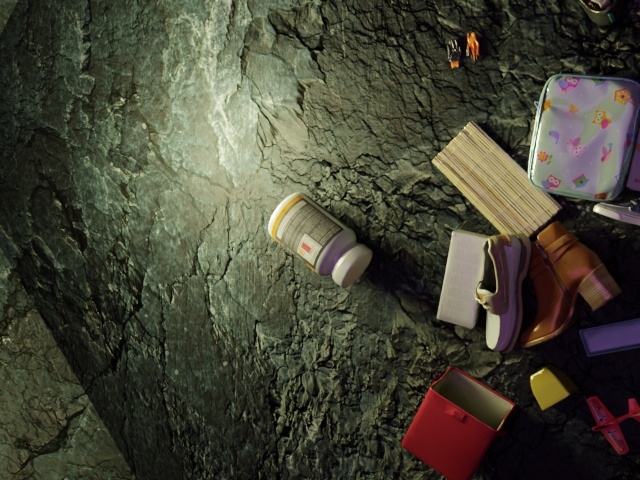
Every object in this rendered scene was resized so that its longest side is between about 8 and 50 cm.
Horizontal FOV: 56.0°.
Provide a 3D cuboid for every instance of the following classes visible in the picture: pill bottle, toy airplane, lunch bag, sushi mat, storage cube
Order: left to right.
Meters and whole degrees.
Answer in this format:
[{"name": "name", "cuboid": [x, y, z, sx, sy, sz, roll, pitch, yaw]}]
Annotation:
[{"name": "pill bottle", "cuboid": [0.000, 0.000, 1.701, 0.278, 0.162, 0.162, 39, 115, 21]}, {"name": "storage cube", "cuboid": [0.356, 0.477, 1.551, 0.215, 0.184, 0.193, 31, 112, 23]}, {"name": "sushi mat", "cuboid": [0.435, -0.141, 1.507, 0.316, 0.019, 0.151, 49, 117, 15]}, {"name": "lunch bag", "cuboid": [0.587, -0.237, 1.351, 0.224, 0.108, 0.278, 14, 104, 30]}, {"name": "toy airplane", "cuboid": [0.704, 0.424, 1.429, 0.151, 0.028, 0.151, 5, 101, 29]}]

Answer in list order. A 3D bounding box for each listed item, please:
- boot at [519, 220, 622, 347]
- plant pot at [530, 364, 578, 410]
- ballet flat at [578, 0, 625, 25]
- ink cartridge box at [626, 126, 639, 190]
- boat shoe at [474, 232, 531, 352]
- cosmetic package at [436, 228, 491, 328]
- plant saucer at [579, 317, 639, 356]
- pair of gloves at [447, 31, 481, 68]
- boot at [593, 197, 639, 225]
[{"name": "boot", "cuboid": [0.536, 0.111, 1.440, 0.220, 0.109, 0.283, 55, 131, 20]}, {"name": "plant pot", "cuboid": [0.563, 0.353, 1.474, 0.081, 0.081, 0.083, -43, 65, 28]}, {"name": "ballet flat", "cuboid": [0.570, -0.597, 1.312, 0.095, 0.096, 0.280, -37, 78, 30]}, {"name": "ink cartridge box", "cuboid": [0.733, -0.186, 1.260, 0.128, 0.072, 0.175, 20, 115, 38]}, {"name": "boat shoe", "cuboid": [0.430, 0.129, 1.474, 0.104, 0.113, 0.302, 1, 100, -13]}, {"name": "cosmetic package", "cuboid": [0.374, 0.098, 1.554, 0.099, 0.060, 0.238, 15, 105, 26]}, {"name": "plant saucer", "cuboid": [0.710, 0.219, 1.400, 0.192, 0.018, 0.067, -19, 87, 32]}, {"name": "pair of gloves", "cuboid": [0.359, -0.474, 1.506, 0.083, 0.010, 0.074, -9, 94, 34]}, {"name": "boot", "cuboid": [0.714, -0.075, 1.332, 0.190, 0.069, 0.086, 18, 99, 19]}]
